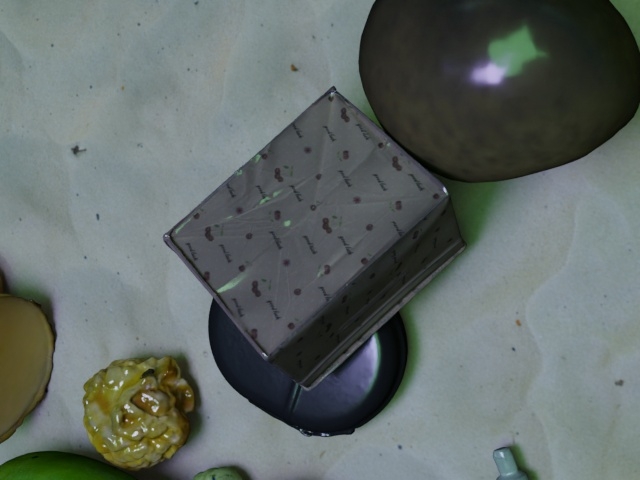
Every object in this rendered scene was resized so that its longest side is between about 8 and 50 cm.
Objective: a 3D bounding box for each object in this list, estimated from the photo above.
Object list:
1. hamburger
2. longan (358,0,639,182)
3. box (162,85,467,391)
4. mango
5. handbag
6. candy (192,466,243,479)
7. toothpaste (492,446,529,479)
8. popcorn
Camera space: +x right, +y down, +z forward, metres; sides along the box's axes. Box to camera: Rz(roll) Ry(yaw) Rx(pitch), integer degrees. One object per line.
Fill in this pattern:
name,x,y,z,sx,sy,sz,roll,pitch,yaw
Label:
hamburger,-0.583,0.177,1.420,0.187,0.261,0.302,15,80,25
longan,0.206,-0.207,1.042,0.350,0.288,0.288,13,98,45
box,0.000,0.000,1.121,0.297,0.190,0.225,-42,66,-5
mango,-0.376,0.429,1.347,0.382,0.201,0.225,-7,129,32
handbag,-0.025,0.144,1.264,0.308,0.093,0.253,26,101,19
candy,-0.244,0.450,1.388,0.336,0.092,0.093,-35,66,29
toothpaste,0.284,0.399,1.179,0.067,0.037,0.255,-21,89,24
popcorn,-0.280,0.263,1.355,0.180,0.180,0.170,52,148,12
